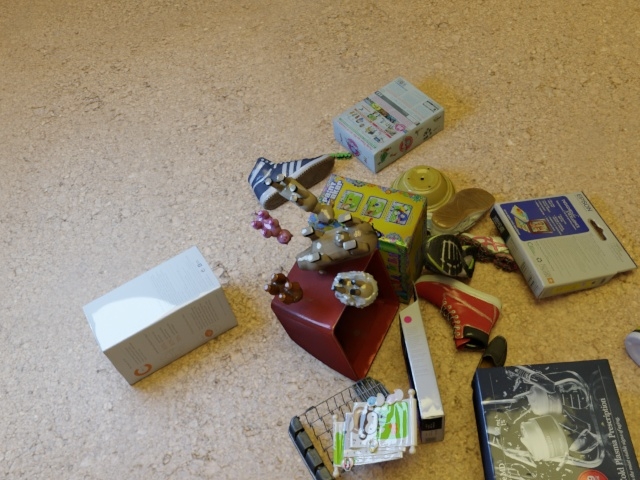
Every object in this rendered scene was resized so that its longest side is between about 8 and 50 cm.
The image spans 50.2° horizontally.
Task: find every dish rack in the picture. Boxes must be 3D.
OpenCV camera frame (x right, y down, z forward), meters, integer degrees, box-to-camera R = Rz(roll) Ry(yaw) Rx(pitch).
[{"bbox_3d":[0.073,0.473,1.711,0.271,0.074,0.208,-27,57,-13],"label":"dish rack"}]

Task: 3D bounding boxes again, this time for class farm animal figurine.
[{"bbox_3d":[0.000,0.000,1.684,0.326,0.172,0.331,-1,79,25],"label":"farm animal figurine"}]

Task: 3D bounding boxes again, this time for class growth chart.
[{"bbox_3d":[0.126,0.447,1.609,0.237,0.021,0.172,-23,53,23],"label":"growth chart"}]

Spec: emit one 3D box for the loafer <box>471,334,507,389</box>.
[{"bbox_3d":[0.443,0.313,1.770,0.062,0.061,0.170,18,59,21],"label":"loafer"}]

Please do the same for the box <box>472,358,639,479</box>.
[{"bbox_3d":[0.532,0.473,1.573,0.312,0.179,0.343,-6,54,6],"label":"box"}]

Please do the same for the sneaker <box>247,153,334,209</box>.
[{"bbox_3d":[-0.102,-0.229,2.212,0.282,0.099,0.153,-33,59,-11],"label":"sneaker"}]

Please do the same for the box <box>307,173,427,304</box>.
[{"bbox_3d":[0.138,0.000,1.896,0.279,0.290,0.177,16,59,17],"label":"box"}]

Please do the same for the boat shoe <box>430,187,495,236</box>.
[{"bbox_3d":[0.412,-0.073,2.030,0.277,0.096,0.098,-26,54,-36],"label":"boat shoe"}]

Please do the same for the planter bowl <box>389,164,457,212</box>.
[{"bbox_3d":[0.315,-0.166,2.110,0.217,0.090,0.217,-4,54,5],"label":"planter bowl"}]

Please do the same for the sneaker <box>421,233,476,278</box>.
[{"bbox_3d":[0.327,0.051,1.861,0.121,0.300,0.111,-1,77,29],"label":"sneaker"}]

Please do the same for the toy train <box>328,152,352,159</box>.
[{"bbox_3d":[0.064,-0.282,2.275,0.083,0.017,0.024,-3,44,7],"label":"toy train"}]

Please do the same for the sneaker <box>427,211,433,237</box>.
[{"bbox_3d":[0.251,-0.034,2.032,0.211,0.080,0.081,-7,53,4],"label":"sneaker"}]

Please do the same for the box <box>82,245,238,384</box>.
[{"bbox_3d":[-0.433,0.207,1.883,0.345,0.215,0.168,-29,56,-13],"label":"box"}]

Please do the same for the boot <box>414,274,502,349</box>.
[{"bbox_3d":[0.347,0.198,1.840,0.244,0.088,0.176,20,53,17],"label":"boot"}]

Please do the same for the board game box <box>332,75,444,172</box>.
[{"bbox_3d":[0.226,-0.389,2.278,0.303,0.098,0.224,-33,56,-16],"label":"board game box"}]

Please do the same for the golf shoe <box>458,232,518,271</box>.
[{"bbox_3d":[0.489,0.021,1.972,0.186,0.068,0.086,25,52,13],"label":"golf shoe"}]

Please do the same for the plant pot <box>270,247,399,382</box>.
[{"bbox_3d":[0.029,0.178,1.825,0.235,0.267,0.267,12,57,32],"label":"plant pot"}]

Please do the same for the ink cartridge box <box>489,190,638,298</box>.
[{"bbox_3d":[0.680,0.004,1.936,0.307,0.072,0.304,-7,52,-19],"label":"ink cartridge box"}]

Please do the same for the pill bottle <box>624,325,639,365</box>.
[{"bbox_3d":[0.886,0.232,1.726,0.208,0.119,0.119,-31,57,-14],"label":"pill bottle"}]

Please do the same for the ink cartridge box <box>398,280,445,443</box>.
[{"bbox_3d":[0.249,0.305,1.735,0.069,0.176,0.371,-8,54,4],"label":"ink cartridge box"}]
